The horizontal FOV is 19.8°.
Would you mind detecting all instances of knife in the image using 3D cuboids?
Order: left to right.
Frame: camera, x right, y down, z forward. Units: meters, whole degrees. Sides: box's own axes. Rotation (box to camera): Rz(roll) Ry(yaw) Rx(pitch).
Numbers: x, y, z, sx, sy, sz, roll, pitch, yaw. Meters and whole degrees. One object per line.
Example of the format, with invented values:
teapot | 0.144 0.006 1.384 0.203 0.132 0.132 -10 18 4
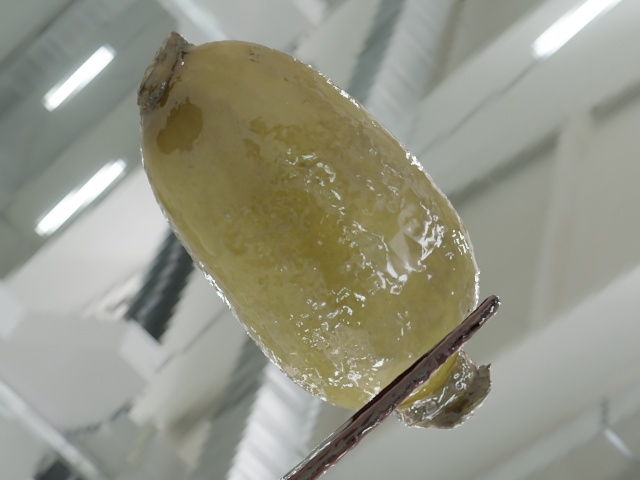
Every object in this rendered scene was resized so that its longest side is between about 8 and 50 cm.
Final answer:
knife | -0.031 0.099 0.632 0.247 0.018 0.035 -42 178 -4

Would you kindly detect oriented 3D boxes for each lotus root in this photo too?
lotus root | 0.003 -0.001 1.104 0.146 0.303 0.131 -41 -164 -5
